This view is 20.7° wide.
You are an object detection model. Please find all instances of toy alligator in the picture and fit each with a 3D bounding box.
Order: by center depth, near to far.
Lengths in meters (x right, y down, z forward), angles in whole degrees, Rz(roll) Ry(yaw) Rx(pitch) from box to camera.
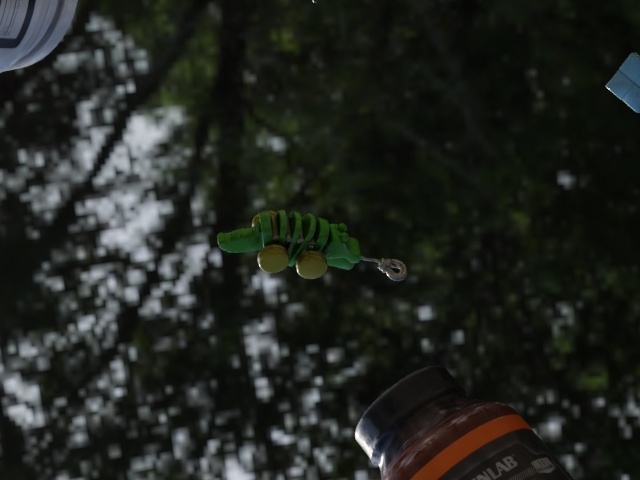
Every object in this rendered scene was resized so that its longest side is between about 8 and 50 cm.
[{"bbox_3d":[0.000,0.000,1.630,0.189,0.051,0.056,9,-136,-17],"label":"toy alligator"}]

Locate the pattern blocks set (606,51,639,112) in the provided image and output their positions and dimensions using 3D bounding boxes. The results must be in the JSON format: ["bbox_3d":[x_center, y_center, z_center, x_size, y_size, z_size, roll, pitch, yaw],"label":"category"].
[{"bbox_3d":[0.455,-0.113,1.742,0.285,0.325,0.026,-44,168,27],"label":"pattern blocks set"}]

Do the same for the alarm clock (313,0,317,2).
[{"bbox_3d":[-0.003,-0.388,2.052,0.129,0.192,0.064,-37,-161,-28],"label":"alarm clock"}]

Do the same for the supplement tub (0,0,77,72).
[{"bbox_3d":[-0.358,-0.234,1.538,0.191,0.191,0.272,4,-174,28],"label":"supplement tub"}]

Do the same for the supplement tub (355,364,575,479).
[{"bbox_3d":[0.103,0.167,1.018,0.106,0.106,0.198,-21,-120,-37],"label":"supplement tub"}]
